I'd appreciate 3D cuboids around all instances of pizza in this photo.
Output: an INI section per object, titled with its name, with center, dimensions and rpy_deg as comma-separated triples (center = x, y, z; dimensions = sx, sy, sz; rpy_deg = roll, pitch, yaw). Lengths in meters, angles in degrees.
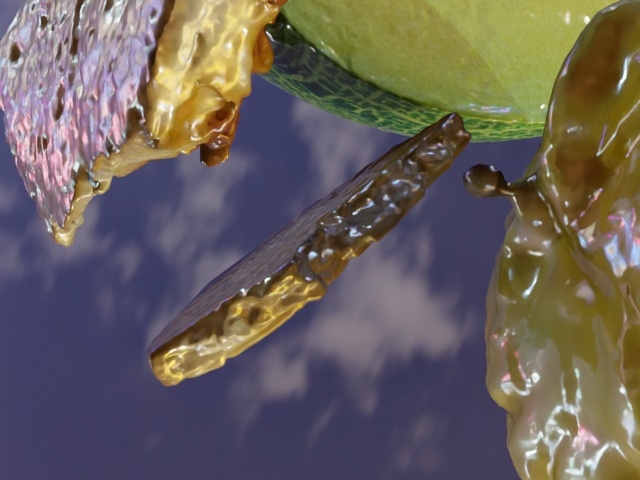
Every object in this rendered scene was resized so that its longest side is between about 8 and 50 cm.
[pizza]
center = -0.083, -0.096, 0.457
dimensions = 0.365, 0.074, 0.182
rpy_deg = -16, -112, 57

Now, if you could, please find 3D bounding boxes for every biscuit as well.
[biscuit]
center = 0.001, 0.001, 0.572
dimensions = 0.229, 0.176, 0.031
rpy_deg = -35, -81, -2

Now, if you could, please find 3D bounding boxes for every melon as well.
[melon]
center = 0.072, -0.181, 0.750
dimensions = 0.331, 0.344, 0.226
rpy_deg = 47, -32, 39

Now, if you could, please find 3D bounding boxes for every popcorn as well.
[popcorn]
center = 0.265, 0.026, 0.490
dimensions = 0.349, 0.382, 0.348
rpy_deg = -173, -90, -70
